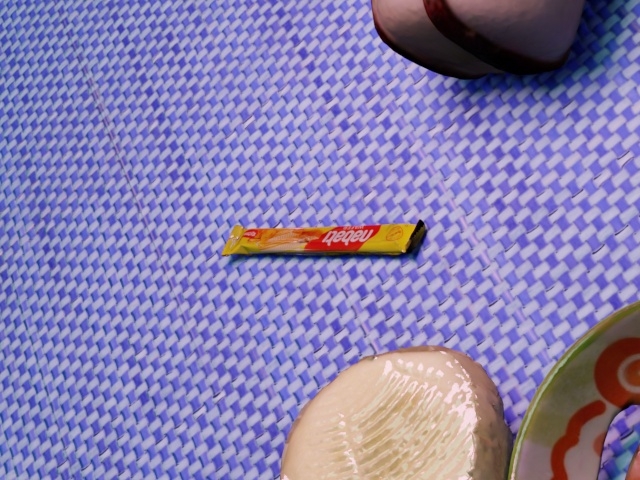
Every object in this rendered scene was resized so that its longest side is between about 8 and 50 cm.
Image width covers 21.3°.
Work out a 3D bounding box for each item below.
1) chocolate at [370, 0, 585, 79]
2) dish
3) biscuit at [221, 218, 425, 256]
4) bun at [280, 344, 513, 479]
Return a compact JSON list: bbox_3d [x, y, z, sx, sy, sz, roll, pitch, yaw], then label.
[{"bbox_3d":[0.182,-0.278,1.893,0.284,0.283,0.186,-4,83,39],"label":"chocolate"},{"bbox_3d":[0.332,0.214,1.527,0.324,0.124,0.324,-28,46,33],"label":"dish"},{"bbox_3d":[0.000,0.000,2.008,0.292,0.026,0.048,-1,44,39],"label":"biscuit"},{"bbox_3d":[0.088,0.240,1.688,0.259,0.152,0.259,-19,52,26],"label":"bun"}]
